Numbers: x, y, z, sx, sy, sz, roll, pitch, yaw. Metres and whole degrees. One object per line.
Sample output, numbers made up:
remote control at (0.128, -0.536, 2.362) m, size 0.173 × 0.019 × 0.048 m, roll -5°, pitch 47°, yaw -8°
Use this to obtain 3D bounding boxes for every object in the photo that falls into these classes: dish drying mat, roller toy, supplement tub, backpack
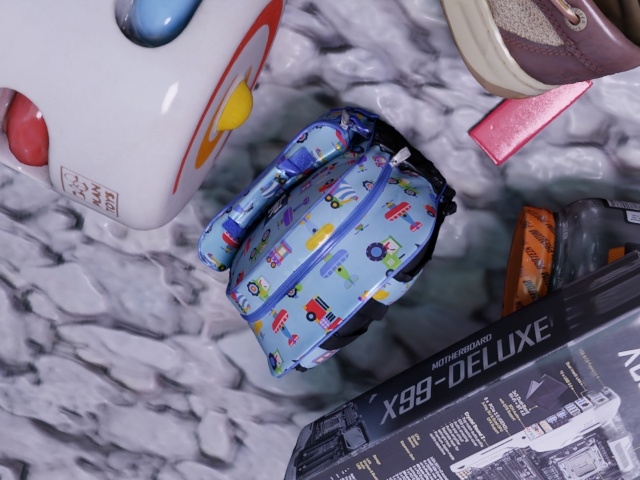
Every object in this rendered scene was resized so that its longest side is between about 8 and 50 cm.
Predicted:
dish drying mat at (0.142, -0.089, 0.609) m, size 0.083 × 0.008 × 0.032 m, roll -42°, pitch 96°, yaw 18°
roller toy at (-0.109, -0.108, 0.546) m, size 0.146 × 0.191 × 0.209 m, roll 28°, pitch 108°, yaw -1°
supplement tub at (0.218, 0.037, 0.577) m, size 0.191 × 0.117 × 0.117 m, roll 8°, pitch 107°, yaw 7°
backpack at (0.000, 0.000, 0.570) m, size 0.117 × 0.173 × 0.158 m, roll 45°, pitch 109°, yaw -6°

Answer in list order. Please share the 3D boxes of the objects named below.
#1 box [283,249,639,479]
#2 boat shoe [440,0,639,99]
box at (0.163, 0.194, 0.538) m, size 0.242 × 0.076 × 0.307 m, roll -33°, pitch 100°, yaw 20°
boat shoe at (0.098, -0.243, 0.487) m, size 0.123 × 0.123 × 0.342 m, roll -31°, pitch 107°, yaw -27°
